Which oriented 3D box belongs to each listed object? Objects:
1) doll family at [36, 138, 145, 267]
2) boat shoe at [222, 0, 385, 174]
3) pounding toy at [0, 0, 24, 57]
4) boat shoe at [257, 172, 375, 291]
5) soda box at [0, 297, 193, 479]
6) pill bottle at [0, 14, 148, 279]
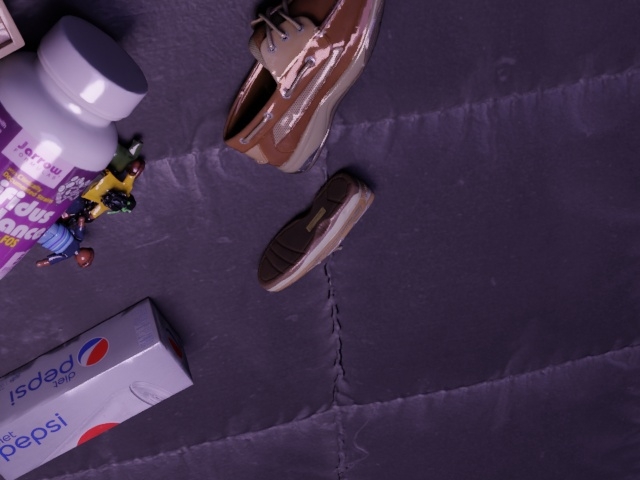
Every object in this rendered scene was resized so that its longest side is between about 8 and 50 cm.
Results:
[{"bbox_3d":[-0.282,-0.045,1.917,0.193,0.076,0.111,-38,134,19],"label":"doll family"},{"bbox_3d":[-0.022,-0.217,1.835,0.120,0.122,0.324,11,122,-22],"label":"boat shoe"},{"bbox_3d":[-0.406,-0.232,1.721,0.130,0.100,0.141,-30,131,-9],"label":"pounding toy"},{"bbox_3d":[0.000,0.000,2.052,0.190,0.068,0.072,-45,139,18],"label":"boat shoe"},{"bbox_3d":[-0.316,0.197,2.080,0.286,0.091,0.098,-28,131,4],"label":"soda box"},{"bbox_3d":[-0.336,-0.103,1.785,0.169,0.169,0.301,31,112,-35],"label":"pill bottle"}]
